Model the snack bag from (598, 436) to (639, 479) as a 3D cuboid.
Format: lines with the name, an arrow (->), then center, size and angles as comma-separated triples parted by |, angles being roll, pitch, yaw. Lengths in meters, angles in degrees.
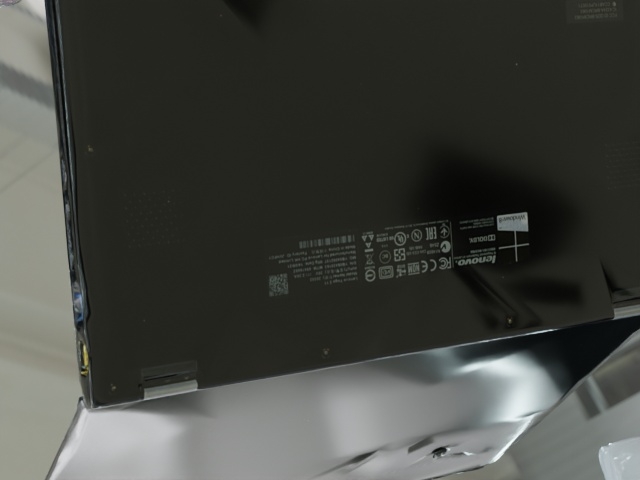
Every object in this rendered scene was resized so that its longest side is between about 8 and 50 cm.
snack bag -> 0.388, 0.274, 1.035 | 0.037, 0.342, 0.323 | 1, -102, -62

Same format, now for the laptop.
laptop -> 0.000, 0.000, 0.862 | 0.381, 0.236, 0.408 | -7, -83, -27

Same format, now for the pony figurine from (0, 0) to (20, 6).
pony figurine -> -0.342, -0.129, 0.737 | 0.363, 0.350, 0.303 | 97, -174, -67
